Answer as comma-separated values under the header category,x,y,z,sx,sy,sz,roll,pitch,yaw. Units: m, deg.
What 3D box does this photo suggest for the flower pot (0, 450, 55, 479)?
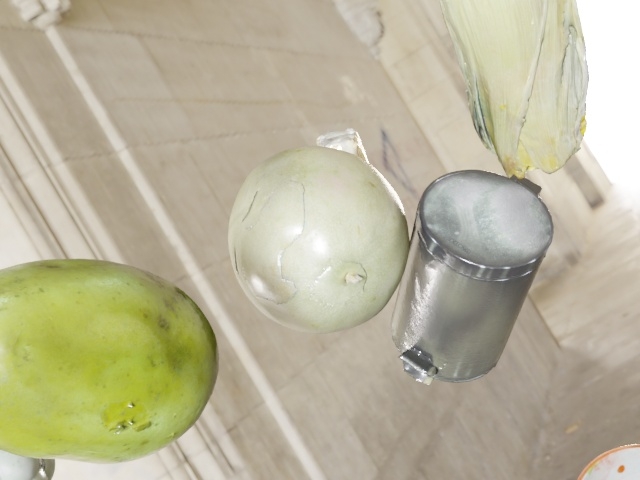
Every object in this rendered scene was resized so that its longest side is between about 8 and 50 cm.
category,x,y,z,sx,sy,sz,roll,pitch,yaw
flower pot,-0.503,0.327,1.389,0.246,0.246,0.195,-31,-15,-5

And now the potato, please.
category,x,y,z,sx,sy,sz,roll,pitch,yaw
potato,-0.243,0.118,0.976,0.304,0.216,0.216,17,-33,-33

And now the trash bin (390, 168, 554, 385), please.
category,x,y,z,sx,sy,sz,roll,pitch,yaw
trash bin,0.232,0.062,1.548,0.252,0.203,0.301,-42,-26,-35

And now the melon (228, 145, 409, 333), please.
category,x,y,z,sx,sy,sz,roll,pitch,yaw
melon,0.000,0.000,1.417,0.268,0.268,0.330,-31,20,-3

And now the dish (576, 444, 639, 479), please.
category,x,y,z,sx,sy,sz,roll,pitch,yaw
dish,0.451,0.411,1.315,0.260,0.260,0.085,-30,-29,-27

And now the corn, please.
category,x,y,z,sx,sy,sz,roll,pitch,yaw
corn,0.189,-0.188,0.940,0.123,0.305,0.122,-14,44,12

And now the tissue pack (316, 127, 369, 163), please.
category,x,y,z,sx,sy,sz,roll,pitch,yaw
tissue pack,0.061,-0.094,1.807,0.090,0.222,0.186,-20,14,3
